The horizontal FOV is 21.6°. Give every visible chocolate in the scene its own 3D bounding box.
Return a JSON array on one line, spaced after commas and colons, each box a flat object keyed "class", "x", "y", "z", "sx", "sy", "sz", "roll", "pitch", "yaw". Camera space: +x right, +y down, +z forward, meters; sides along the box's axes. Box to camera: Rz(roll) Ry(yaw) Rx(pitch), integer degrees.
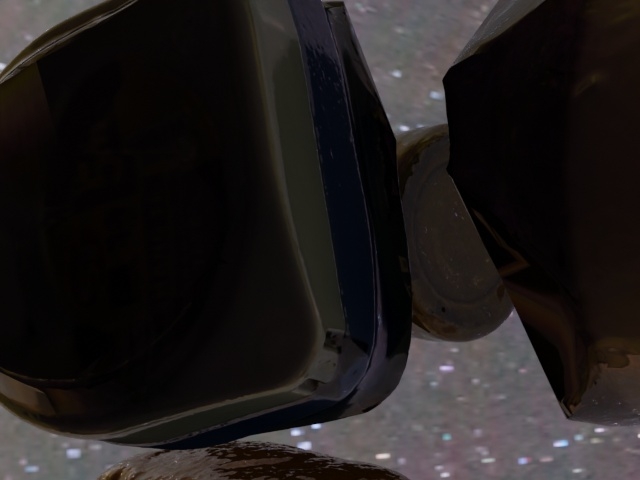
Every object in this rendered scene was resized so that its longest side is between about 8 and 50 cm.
[{"class": "chocolate", "x": 0.288, "y": -0.056, "z": 1.013, "sx": 0.297, "sy": 0.314, "sz": 0.326, "roll": -12, "pitch": -63, "yaw": 37}]

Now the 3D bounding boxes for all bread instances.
[{"class": "bread", "x": -0.045, "y": 0.200, "z": 1.157, "sx": 0.245, "sy": 0.174, "sz": 0.121, "roll": -4, "pitch": -84, "yaw": 58}]

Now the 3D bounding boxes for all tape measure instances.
[{"class": "tape measure", "x": -0.095, "y": -0.012, "z": 0.971, "sx": 0.262, "sy": 0.138, "sz": 0.259, "roll": -17, "pitch": -110, "yaw": 21}]

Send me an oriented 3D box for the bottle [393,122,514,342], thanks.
[{"class": "bottle", "x": 0.000, "y": 0.000, "z": 1.423, "sx": 0.351, "sy": 0.171, "sz": 0.171, "roll": -3, "pitch": -96, "yaw": 49}]
